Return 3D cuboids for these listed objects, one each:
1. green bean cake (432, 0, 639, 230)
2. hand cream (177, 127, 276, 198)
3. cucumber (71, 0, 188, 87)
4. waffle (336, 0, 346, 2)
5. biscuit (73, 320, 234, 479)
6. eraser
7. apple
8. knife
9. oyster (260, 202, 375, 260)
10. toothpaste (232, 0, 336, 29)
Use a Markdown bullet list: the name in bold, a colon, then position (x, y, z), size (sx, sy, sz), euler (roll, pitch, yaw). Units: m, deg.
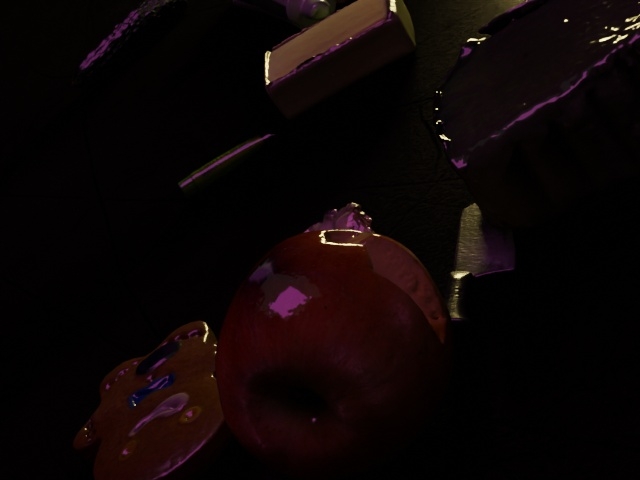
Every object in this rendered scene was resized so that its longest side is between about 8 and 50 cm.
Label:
- **green bean cake**: position (0.206, -0.122, 1.419), size (0.227, 0.125, 0.222), euler (-28, 26, 15)
- **hand cream**: position (-0.103, -0.088, 1.876), size (0.122, 0.023, 0.036), euler (-34, 12, -3)
- **cucumber**: position (-0.285, -0.298, 2.470), size (0.215, 0.052, 0.058), euler (-44, 5, -19)
- **waffle**: position (0.044, -0.328, 2.128), size (0.075, 0.029, 0.083), euler (-33, 21, -4)
- **biscuit**: position (-0.137, 0.148, 1.468), size (0.180, 0.039, 0.236), euler (-32, 26, 4)
- **eraser**: position (0.022, -0.215, 1.908), size (0.172, 0.058, 0.117), euler (-28, 25, 13)
- **apple**: position (0.015, 0.079, 1.236), size (0.199, 0.199, 0.199), euler (-28, 25, 14)
- **knife**: position (0.133, 0.016, 1.386), size (0.060, 0.028, 0.230), euler (-13, 26, 16)
- **oyster**: position (0.000, 0.000, 1.551), size (0.146, 0.045, 0.121), euler (-31, 26, 26)
- **toothpaste**: position (-0.043, -0.318, 2.177), size (0.099, 0.061, 0.392), euler (-36, 19, -3)
